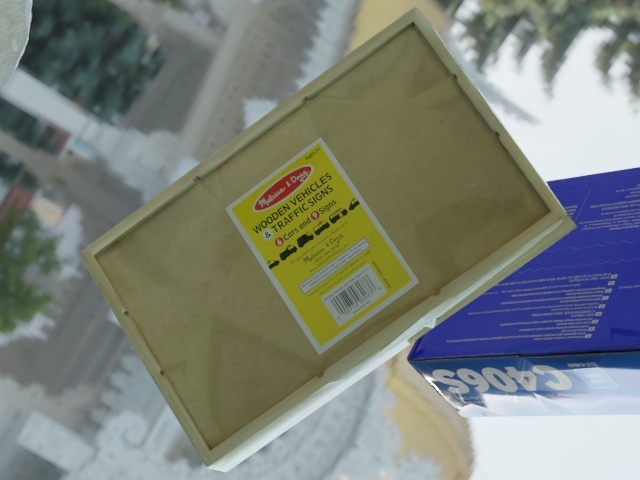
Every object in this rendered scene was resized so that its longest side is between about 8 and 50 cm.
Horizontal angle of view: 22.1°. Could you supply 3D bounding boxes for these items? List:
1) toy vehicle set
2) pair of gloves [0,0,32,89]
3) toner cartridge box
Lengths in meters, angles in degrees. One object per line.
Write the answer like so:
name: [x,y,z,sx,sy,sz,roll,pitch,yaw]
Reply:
toy vehicle set: [0.000,0.000,1.009,0.267,0.166,0.035,-35,160,8]
pair of gloves: [-0.121,-0.135,0.509,0.204,0.042,0.240,-81,176,-61]
toner cartridge box: [0.229,0.030,1.083,0.347,0.075,0.165,-7,-134,49]
